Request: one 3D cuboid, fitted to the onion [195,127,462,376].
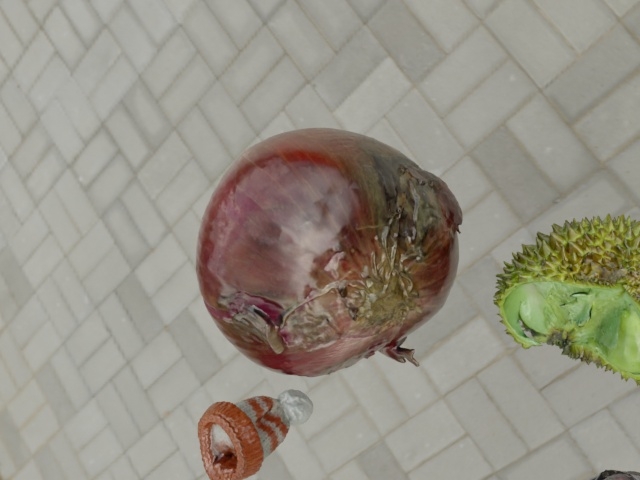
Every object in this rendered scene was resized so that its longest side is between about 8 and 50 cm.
[{"bbox_3d":[0.013,0.024,1.006,0.354,0.354,0.353,3,95,32],"label":"onion"}]

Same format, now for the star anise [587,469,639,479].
[{"bbox_3d":[0.150,0.276,0.544,0.117,0.332,0.331,47,115,23],"label":"star anise"}]

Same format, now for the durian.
[{"bbox_3d":[0.338,0.067,0.930,0.237,0.177,0.200,1,114,47],"label":"durian"}]

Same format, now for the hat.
[{"bbox_3d":[-0.080,0.250,1.033,0.094,0.162,0.112,10,112,37],"label":"hat"}]
